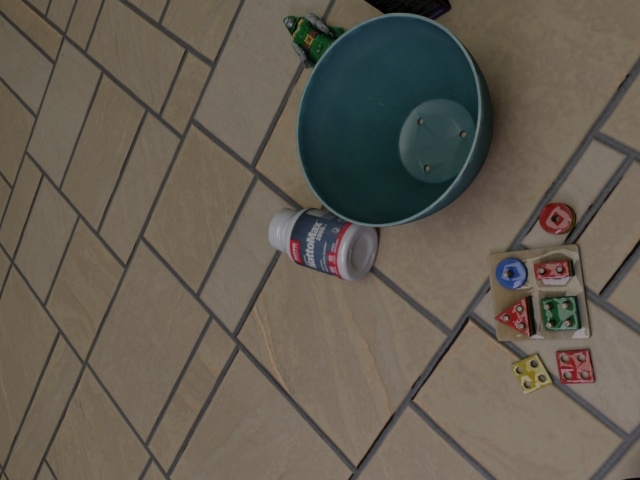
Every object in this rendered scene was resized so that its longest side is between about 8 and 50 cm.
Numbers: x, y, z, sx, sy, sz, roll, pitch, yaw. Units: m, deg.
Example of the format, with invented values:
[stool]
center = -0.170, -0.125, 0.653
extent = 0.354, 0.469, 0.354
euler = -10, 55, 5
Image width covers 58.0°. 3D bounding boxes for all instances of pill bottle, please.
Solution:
[pill bottle]
center = 0.000, 0.000, 1.020
extent = 0.180, 0.108, 0.108
euler = 15, 98, 35

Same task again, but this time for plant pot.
[plant pot]
center = 0.136, -0.162, 0.868
extent = 0.290, 0.195, 0.290
euler = -1, 89, 36

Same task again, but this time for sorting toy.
[sorting toy]
center = 0.309, 0.088, 0.833
extent = 0.132, 0.046, 0.275
euler = -9, 85, 36

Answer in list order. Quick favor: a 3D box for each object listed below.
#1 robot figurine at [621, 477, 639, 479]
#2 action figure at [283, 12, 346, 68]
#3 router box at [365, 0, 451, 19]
[robot figurine]
center = 0.482, 0.314, 0.631
extent = 0.278, 0.209, 0.174
euler = -22, 60, 34
[action figure]
center = 0.005, -0.349, 1.052
extent = 0.232, 0.063, 0.137
euler = 47, 118, 30
[router box]
center = 0.076, -0.508, 0.888
extent = 0.081, 0.243, 0.309
euler = -22, 76, 34
